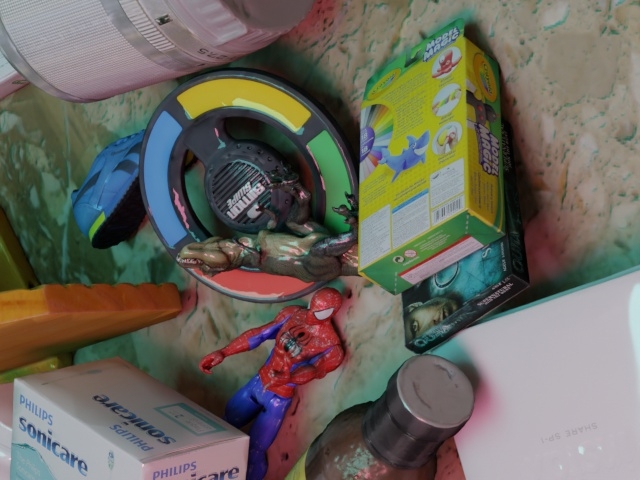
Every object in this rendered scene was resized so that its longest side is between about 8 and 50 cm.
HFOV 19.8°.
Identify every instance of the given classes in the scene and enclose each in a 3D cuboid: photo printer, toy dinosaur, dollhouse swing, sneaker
[{"bbox_3d":[0.239,0.189,1.491,0.256,0.107,0.307,-21,81,37],"label":"photo printer"},{"bbox_3d":[0.000,0.000,1.643,0.268,0.064,0.118,10,134,17],"label":"toy dinosaur"},{"bbox_3d":[-0.365,0.009,1.802,0.305,0.347,0.315,-35,72,25],"label":"dollhouse swing"},{"bbox_3d":[-0.182,-0.083,1.819,0.209,0.069,0.082,-45,62,31],"label":"sneaker"}]

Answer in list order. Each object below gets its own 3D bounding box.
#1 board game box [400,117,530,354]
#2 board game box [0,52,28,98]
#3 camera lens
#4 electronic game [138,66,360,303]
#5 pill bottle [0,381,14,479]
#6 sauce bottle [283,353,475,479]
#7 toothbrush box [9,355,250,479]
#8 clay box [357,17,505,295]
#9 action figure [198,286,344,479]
[{"bbox_3d":[0.116,-0.006,1.559,0.126,0.026,0.186,-37,37,33],"label":"board game box"},{"bbox_3d":[-0.358,-0.252,1.950,0.305,0.053,0.193,-23,81,37],"label":"board game box"},{"bbox_3d":[-0.164,-0.255,1.695,0.274,0.219,0.219,-12,87,38],"label":"camera lens"},{"bbox_3d":[-0.066,-0.049,1.708,0.229,0.048,0.229,9,113,21],"label":"electronic game"},{"bbox_3d":[-0.338,0.278,1.911,0.146,0.146,0.264,39,120,29],"label":"pill bottle"},{"bbox_3d":[0.030,0.212,1.590,0.111,0.111,0.344,56,144,20],"label":"sauce bottle"},{"bbox_3d":[-0.189,0.287,1.733,0.216,0.126,0.295,24,117,45],"label":"toothbrush box"},{"bbox_3d":[0.093,-0.076,1.569,0.127,0.053,0.222,-30,41,36],"label":"clay box"},{"bbox_3d":[-0.073,0.156,1.718,0.091,0.139,0.280,44,116,26],"label":"action figure"}]
